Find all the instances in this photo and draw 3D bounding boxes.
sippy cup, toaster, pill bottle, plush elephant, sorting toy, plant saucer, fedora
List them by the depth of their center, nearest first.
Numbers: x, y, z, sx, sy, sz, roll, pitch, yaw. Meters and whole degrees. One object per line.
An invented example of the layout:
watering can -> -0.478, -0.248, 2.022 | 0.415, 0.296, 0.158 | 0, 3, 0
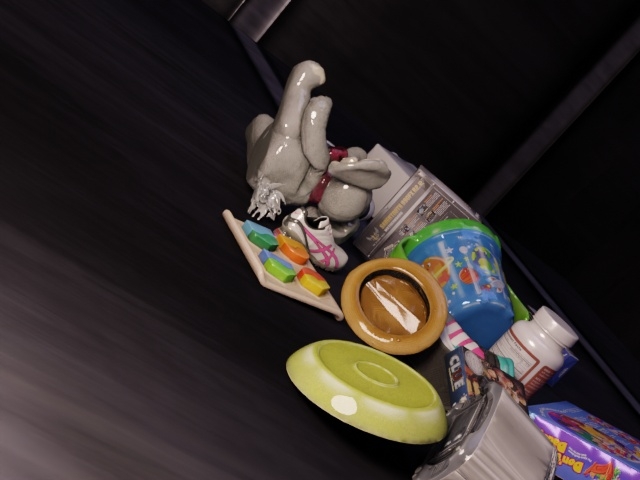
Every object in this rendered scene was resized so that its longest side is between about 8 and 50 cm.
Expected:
plant saucer -> 0.071, 0.197, 1.336 | 0.241, 0.037, 0.241 | 21, 15, -6
toaster -> 0.235, 0.304, 1.342 | 0.146, 0.129, 0.227 | 46, 36, -3
sorting toy -> -0.058, 0.037, 1.630 | 0.208, 0.038, 0.193 | 30, 18, -40
fedora -> 0.127, 0.124, 1.709 | 0.194, 0.194, 0.079 | 47, -22, 21
pill bottle -> 0.386, 0.233, 1.860 | 0.121, 0.216, 0.121 | 39, 14, -12
plush elephant -> 0.001, -0.139, 1.891 | 0.255, 0.272, 0.330 | 22, 49, -20
sippy cup -> 0.293, 0.111, 2.017 | 0.224, 0.305, 0.240 | -106, -169, -48

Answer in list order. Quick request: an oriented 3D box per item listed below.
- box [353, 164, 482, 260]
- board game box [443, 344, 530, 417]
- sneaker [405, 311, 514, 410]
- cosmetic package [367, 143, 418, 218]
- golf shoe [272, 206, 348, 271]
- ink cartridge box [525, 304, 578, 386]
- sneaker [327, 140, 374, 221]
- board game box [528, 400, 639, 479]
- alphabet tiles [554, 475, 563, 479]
box -> 0.213, -0.021, 2.146 | 0.183, 0.231, 0.056 | 41, 17, 0
board game box -> 0.276, 0.303, 1.537 | 0.165, 0.042, 0.243 | 33, 37, -31
sneaker -> 0.258, 0.210, 1.769 | 0.178, 0.124, 0.295 | 26, 28, -34
cosmetic package -> 0.258, -0.064, 2.573 | 0.217, 0.156, 0.385 | 24, 21, -53
golf shoe -> 0.000, 0.000, 1.807 | 0.186, 0.086, 0.067 | 29, 18, -47
ink cartridge box -> 0.562, 0.267, 2.487 | 0.046, 0.097, 0.207 | 31, 18, -38
sneaker -> 0.009, -0.164, 2.308 | 0.282, 0.099, 0.153 | 49, 13, 16
board game box -> 0.504, 0.391, 1.801 | 0.233, 0.078, 0.347 | 28, 6, 28
alphabet tiles -> 0.450, 0.465, 1.754 | 0.285, 0.011, 0.342 | 44, 14, 7
